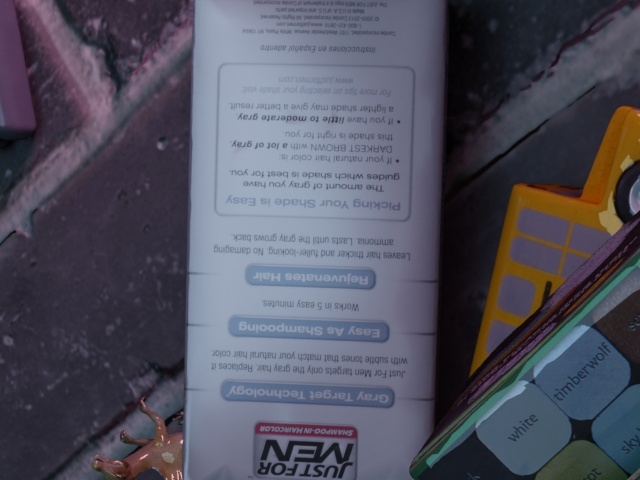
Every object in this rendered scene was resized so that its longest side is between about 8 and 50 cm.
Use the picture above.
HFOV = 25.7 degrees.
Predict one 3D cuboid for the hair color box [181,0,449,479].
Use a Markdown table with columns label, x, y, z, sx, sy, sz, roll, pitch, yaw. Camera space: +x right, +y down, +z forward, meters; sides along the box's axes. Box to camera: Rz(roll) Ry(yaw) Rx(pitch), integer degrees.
| label | x | y | z | sx | sy | sz | roll | pitch | yaw |
| --- | --- | --- | --- | --- | --- | --- | --- | --- | --- |
| hair color box | 0.000 | 0.000 | 1.056 | 0.185 | 0.113 | 0.375 | 2 | 92 | 6 |

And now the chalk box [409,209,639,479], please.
| label | x | y | z | sx | sy | sz | roll | pitch | yaw |
| --- | --- | --- | --- | --- | --- | --- | --- | --- | --- |
| chalk box | 0.180 | 0.112 | 0.761 | 0.179 | 0.289 | 0.180 | 45 | 105 | 5 |

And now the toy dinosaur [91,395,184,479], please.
| label | x | y | z | sx | sy | sz | roll | pitch | yaw |
| --- | --- | --- | --- | --- | --- | --- | --- | --- | --- |
| toy dinosaur | -0.103 | 0.171 | 1.190 | 0.093 | 0.183 | 0.053 | -108 | 14 | -44 |

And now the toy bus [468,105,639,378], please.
| label | x | y | z | sx | sy | sz | roll | pitch | yaw |
| --- | --- | --- | --- | --- | --- | --- | --- | --- | --- |
| toy bus | 0.186 | 0.070 | 0.981 | 0.130 | 0.108 | 0.333 | 18 | 101 | 33 |

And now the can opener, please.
| label | x | y | z | sx | sy | sz | roll | pitch | yaw |
| --- | --- | --- | --- | --- | --- | --- | --- | --- | --- |
| can opener | -0.342 | -0.227 | 1.320 | 0.076 | 0.095 | 0.283 | -16 | 82 | 33 |
